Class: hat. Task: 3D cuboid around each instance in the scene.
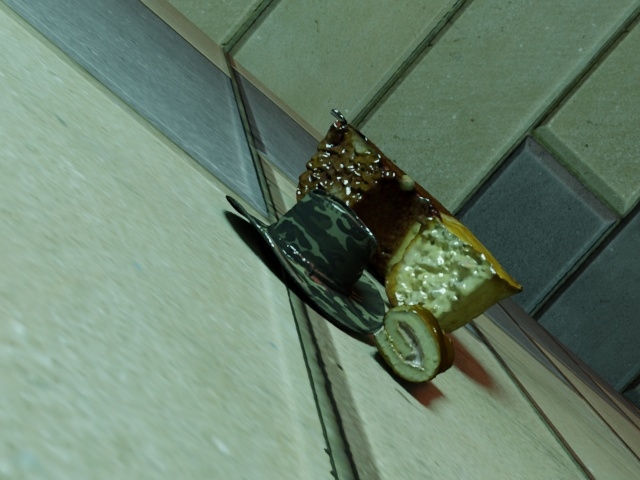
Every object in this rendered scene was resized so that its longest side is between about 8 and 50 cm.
[{"bbox_3d":[0.000,0.000,0.602,0.121,0.050,0.121,38,8,-7],"label":"hat"}]

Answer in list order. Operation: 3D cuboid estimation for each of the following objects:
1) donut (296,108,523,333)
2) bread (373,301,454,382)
[{"bbox_3d":[0.075,0.005,0.844,0.141,0.085,0.217,34,11,-49],"label":"donut"},{"bbox_3d":[0.056,0.060,0.598,0.047,0.036,0.083,59,10,10],"label":"bread"}]
